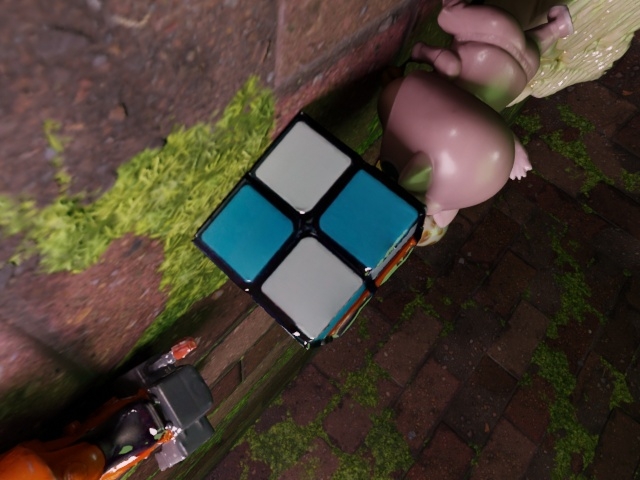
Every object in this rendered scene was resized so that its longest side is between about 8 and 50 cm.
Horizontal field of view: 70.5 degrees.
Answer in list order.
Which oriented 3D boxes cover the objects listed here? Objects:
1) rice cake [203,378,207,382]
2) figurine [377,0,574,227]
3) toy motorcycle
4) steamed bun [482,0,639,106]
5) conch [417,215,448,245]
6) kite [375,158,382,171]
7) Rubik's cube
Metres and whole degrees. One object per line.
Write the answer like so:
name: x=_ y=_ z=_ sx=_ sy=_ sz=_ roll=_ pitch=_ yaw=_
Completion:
rice cake: x=-0.275 y=0.286 z=0.646 sx=0.081 sy=0.051 sz=0.290 roll=-48 pitch=172 yaw=35
figurine: x=0.162 y=-0.165 z=0.533 sx=0.176 sy=0.186 sz=0.288 roll=19 pitch=96 yaw=-45
toy motorcycle: x=-0.232 y=0.215 z=0.433 sx=0.221 sy=0.148 sz=0.325 roll=-33 pitch=177 yaw=34
steamed bun: x=0.358 y=-0.370 z=0.673 sx=0.280 sy=0.207 sz=0.268 roll=-19 pitch=159 yaw=-11
conch: x=0.302 y=-0.074 z=1.365 sx=0.275 sy=0.183 sz=0.148 roll=-43 pitch=-161 yaw=-23
kite: x=0.112 y=-0.091 z=0.981 sx=0.327 sy=0.013 sz=0.378 roll=-44 pitch=163 yaw=-28
Rubik's cube: x=-0.001 y=0.000 z=0.514 sx=0.183 sy=0.167 sz=0.180 roll=-51 pitch=166 yaw=0
